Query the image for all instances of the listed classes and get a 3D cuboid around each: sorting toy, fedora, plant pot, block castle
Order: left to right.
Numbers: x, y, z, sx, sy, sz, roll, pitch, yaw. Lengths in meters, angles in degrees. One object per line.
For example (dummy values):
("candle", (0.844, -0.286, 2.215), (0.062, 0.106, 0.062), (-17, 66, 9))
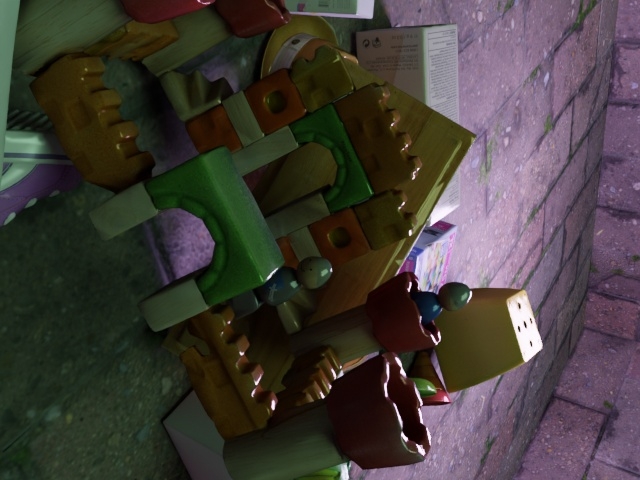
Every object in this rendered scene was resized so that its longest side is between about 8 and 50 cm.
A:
("block castle", (-0.032, -0.048, 0.597), (0.454, 0.212, 0.303), (64, 17, -7))
("fedora", (-0.004, -0.220, 0.918), (0.194, 0.079, 0.195), (-30, 127, -50))
("sorting toy", (0.190, 0.278, 1.434), (0.365, 0.126, 0.126), (40, 46, -58))
("plant pot", (0.389, 0.214, 1.542), (0.212, 0.187, 0.212), (-11, 84, -55))

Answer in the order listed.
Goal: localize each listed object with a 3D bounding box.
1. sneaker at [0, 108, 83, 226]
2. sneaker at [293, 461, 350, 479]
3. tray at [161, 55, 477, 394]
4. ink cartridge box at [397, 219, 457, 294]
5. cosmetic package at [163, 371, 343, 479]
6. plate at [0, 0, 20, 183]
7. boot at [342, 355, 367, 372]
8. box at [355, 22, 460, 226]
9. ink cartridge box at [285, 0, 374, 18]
("sneaker", (-0.295, -0.023, 0.537), (0.282, 0.102, 0.161), (-12, 117, -44))
("sneaker", (0.001, 0.320, 0.850), (0.296, 0.123, 0.109), (-60, 145, -22))
("tray", (0.000, 0.000, 0.821), (0.411, 0.202, 0.076), (-60, 179, -2))
("ink cartridge box", (0.187, 0.081, 1.320), (0.311, 0.065, 0.186), (-24, 127, -57))
("cosmetic package", (-0.076, 0.272, 0.955), (0.225, 0.138, 0.224), (-47, 139, -38))
("plate", (-0.315, -0.160, 0.371), (0.277, 0.045, 0.278), (7, 94, -32))
("boot", (0.017, 0.168, 1.126), (0.197, 0.072, 0.152), (-59, 141, -29))
("box", (0.150, -0.191, 1.096), (0.148, 0.121, 0.312), (-28, 119, -53))
("ink cartridge box", (-0.010, -0.327, 0.819), (0.090, 0.143, 0.092), (-42, 138, -67))
